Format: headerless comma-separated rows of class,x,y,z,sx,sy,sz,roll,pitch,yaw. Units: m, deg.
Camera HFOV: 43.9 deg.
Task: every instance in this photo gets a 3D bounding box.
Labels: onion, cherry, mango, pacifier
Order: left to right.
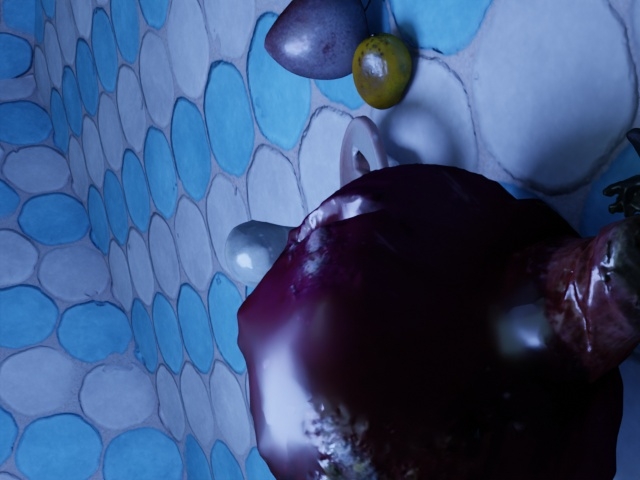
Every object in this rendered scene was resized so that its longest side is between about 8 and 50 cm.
cherry,-0.005,-0.297,1.034,0.188,0.148,0.115,73,-155,-44
pacifier,0.032,0.004,1.036,0.220,0.273,0.332,20,120,38
mango,0.078,-0.215,1.019,0.079,0.057,0.114,22,147,19
onion,0.161,0.087,0.709,0.420,0.398,0.398,-34,70,41

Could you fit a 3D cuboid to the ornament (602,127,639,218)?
ornament,0.326,-0.059,0.629,0.202,0.080,0.236,45,135,49
